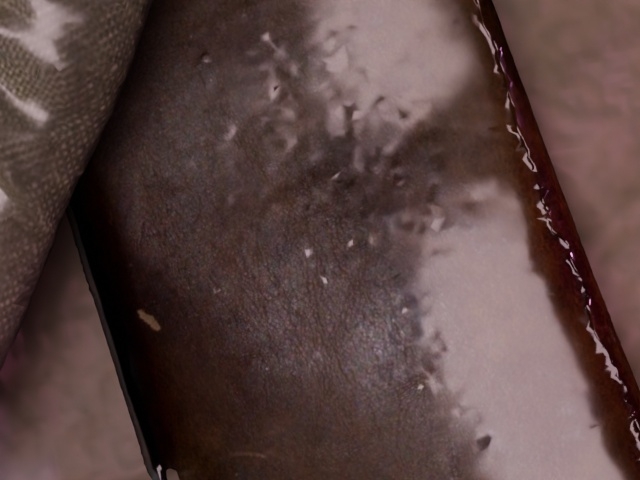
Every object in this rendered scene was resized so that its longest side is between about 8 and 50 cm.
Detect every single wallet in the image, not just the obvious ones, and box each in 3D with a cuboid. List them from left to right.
[{"bbox_3d":[0.000,0.000,0.522,0.137,0.031,0.255,-22,81,18],"label":"wallet"}]

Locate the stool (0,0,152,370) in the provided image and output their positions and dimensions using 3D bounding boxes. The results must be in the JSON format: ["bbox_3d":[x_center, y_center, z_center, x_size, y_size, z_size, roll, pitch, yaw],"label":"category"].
[{"bbox_3d":[-0.237,-0.042,0.473,0.310,0.226,0.310,25,97,16],"label":"stool"}]
